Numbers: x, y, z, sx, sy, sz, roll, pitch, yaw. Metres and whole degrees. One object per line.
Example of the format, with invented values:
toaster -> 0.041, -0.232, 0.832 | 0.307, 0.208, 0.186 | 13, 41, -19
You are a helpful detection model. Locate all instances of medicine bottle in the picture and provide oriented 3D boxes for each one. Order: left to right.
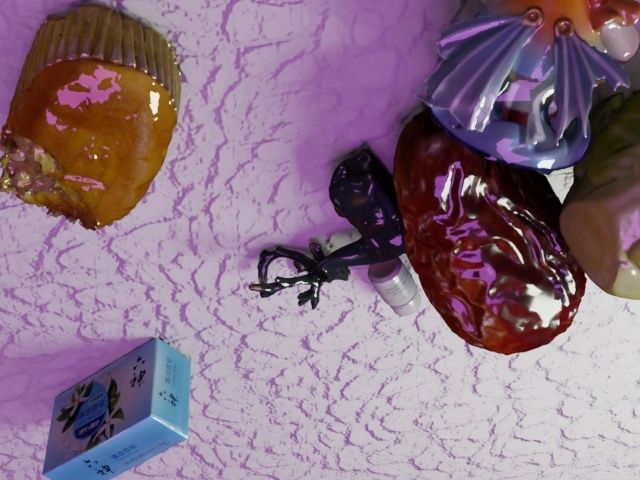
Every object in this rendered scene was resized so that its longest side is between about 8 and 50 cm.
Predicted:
medicine bottle -> 0.104, 0.063, 1.321 | 0.052, 0.052, 0.089 | -21, 133, 15

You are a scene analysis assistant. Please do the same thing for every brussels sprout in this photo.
brussels sprout -> 0.404, -0.070, 1.067 | 0.294, 0.259, 0.227 | -34, 98, -15

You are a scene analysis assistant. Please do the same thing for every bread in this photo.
bread -> -0.254, -0.127, 1.047 | 0.179, 0.133, 0.250 | 16, 133, -25

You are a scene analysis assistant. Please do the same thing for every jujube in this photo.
jujube -> 0.199, -0.013, 1.157 | 0.216, 0.216, 0.342 | -19, 127, 13

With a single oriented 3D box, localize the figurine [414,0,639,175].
figurine -> 0.230, -0.257, 0.898 | 0.276, 0.248, 0.388 | 24, 130, 5

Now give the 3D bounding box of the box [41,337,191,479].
box -> -0.303, 0.264, 1.422 | 0.232, 0.142, 0.083 | -32, 129, 25

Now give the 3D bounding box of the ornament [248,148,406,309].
ornament -> 0.000, 0.000, 1.231 | 0.236, 0.080, 0.202 | -23, 136, 18
